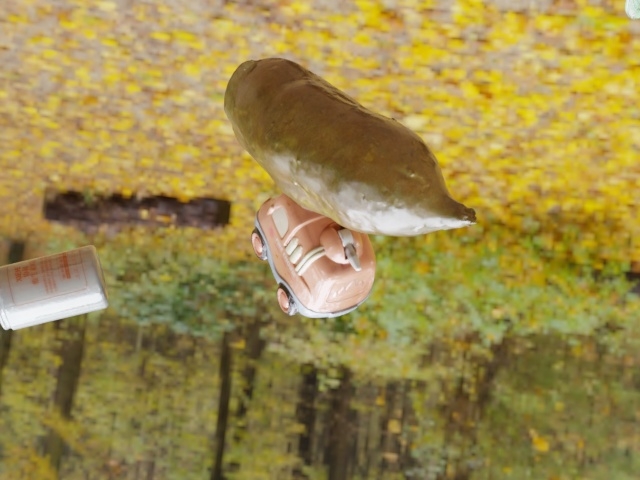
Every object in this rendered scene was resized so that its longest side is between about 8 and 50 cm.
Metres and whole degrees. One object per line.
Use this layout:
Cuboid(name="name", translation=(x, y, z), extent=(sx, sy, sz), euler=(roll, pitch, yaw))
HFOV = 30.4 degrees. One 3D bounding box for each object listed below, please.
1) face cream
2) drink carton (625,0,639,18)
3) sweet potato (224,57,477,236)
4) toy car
Cuboid(name="face cream", translation=(-0.452, 0.082, 1.775), extent=(0.251, 0.101, 0.101), euler=(-13, 176, -8))
Cuboid(name="drink carton", translation=(0.409, -0.401, 1.586), extent=(0.142, 0.146, 0.144), euler=(38, 159, 31))
Cuboid(name="sweet potato", translation=(0.026, -0.098, 1.394), extent=(0.158, 0.158, 0.369), euler=(13, -162, -45))
Cuboid(name="toy car", translation=(0.000, 0.000, 2.194), extent=(0.180, 0.270, 0.212), euler=(-16, 156, -24))
